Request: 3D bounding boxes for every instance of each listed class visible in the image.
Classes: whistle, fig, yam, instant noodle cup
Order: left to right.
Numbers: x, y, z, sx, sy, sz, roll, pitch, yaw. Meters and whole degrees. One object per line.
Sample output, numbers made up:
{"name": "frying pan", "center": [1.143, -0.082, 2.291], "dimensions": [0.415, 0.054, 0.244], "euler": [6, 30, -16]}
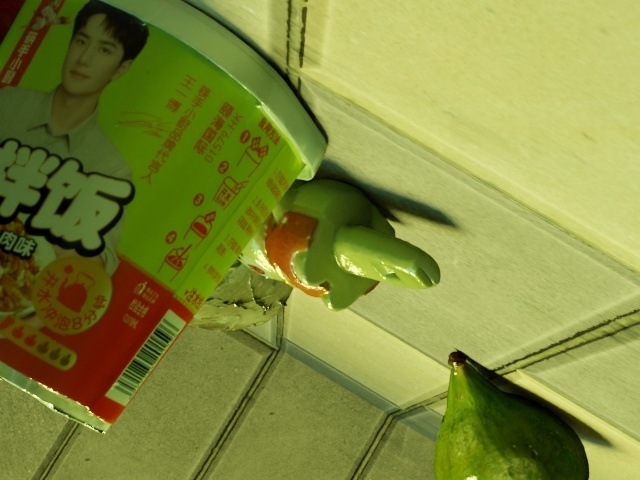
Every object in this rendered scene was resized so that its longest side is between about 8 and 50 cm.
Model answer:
{"name": "instant noodle cup", "center": [-0.190, -0.028, 1.057], "dimensions": [0.294, 0.308, 0.294], "euler": [30, 170, 6]}
{"name": "yam", "center": [-0.155, -0.006, 1.409], "dimensions": [0.271, 0.201, 0.202], "euler": [20, -135, -56]}
{"name": "whistle", "center": [0.000, 0.000, 1.214], "dimensions": [0.288, 0.106, 0.131], "euler": [20, 159, 48]}
{"name": "fig", "center": [0.239, 0.254, 1.736], "dimensions": [0.203, 0.203, 0.235], "euler": [128, 123, -80]}

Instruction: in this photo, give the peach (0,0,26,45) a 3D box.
{"name": "peach", "center": [-0.345, -0.183, 1.152], "dimensions": [0.197, 0.197, 0.197], "euler": [30, 170, 6]}
